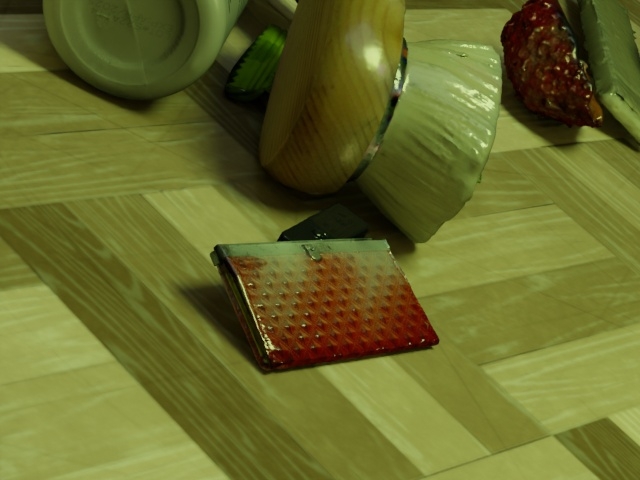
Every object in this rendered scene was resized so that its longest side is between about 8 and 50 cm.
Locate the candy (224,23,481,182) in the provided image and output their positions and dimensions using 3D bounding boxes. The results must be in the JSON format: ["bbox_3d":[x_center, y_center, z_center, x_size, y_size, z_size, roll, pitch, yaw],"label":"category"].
[{"bbox_3d":[0.043,-0.129,1.780,0.246,0.069,0.149,27,29,-1],"label":"candy"}]

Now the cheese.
[{"bbox_3d":[0.338,-0.218,2.229,0.085,0.034,0.400,44,20,-16],"label":"cheese"}]

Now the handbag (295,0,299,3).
[{"bbox_3d":[-0.016,-0.268,1.874,0.190,0.063,0.127,56,-2,18],"label":"handbag"}]

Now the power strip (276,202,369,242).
[{"bbox_3d":[0.000,0.000,1.554,0.038,0.029,0.111,36,27,13],"label":"power strip"}]

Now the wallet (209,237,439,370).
[{"bbox_3d":[0.006,0.045,1.466,0.196,0.020,0.103,-3,61,-49],"label":"wallet"}]

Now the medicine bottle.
[{"bbox_3d":[-0.135,-0.244,1.710,0.157,0.157,0.288,27,27,-4],"label":"medicine bottle"}]

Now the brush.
[{"bbox_3d":[0.056,-0.143,1.656,0.166,0.174,0.266,18,51,-14],"label":"brush"}]

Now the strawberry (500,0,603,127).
[{"bbox_3d":[0.239,-0.178,2.028,0.140,0.085,0.192,53,18,-66],"label":"strawberry"}]
